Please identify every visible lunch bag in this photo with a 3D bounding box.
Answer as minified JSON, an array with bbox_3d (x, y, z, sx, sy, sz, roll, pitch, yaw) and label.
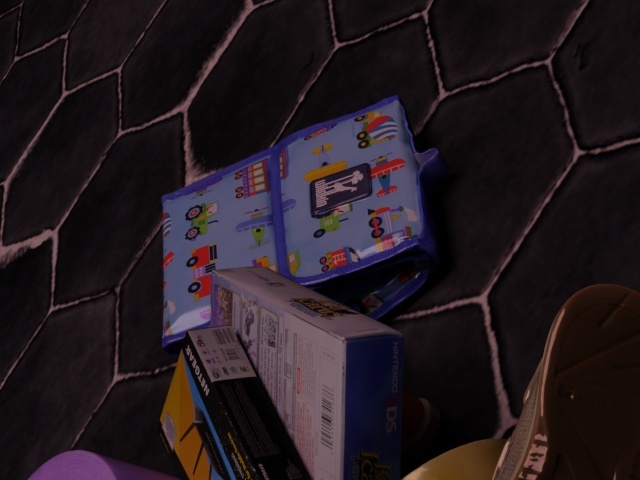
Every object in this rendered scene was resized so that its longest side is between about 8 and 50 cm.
[{"bbox_3d":[0.000,0.000,1.733,0.293,0.138,0.221,-30,37,19],"label":"lunch bag"}]

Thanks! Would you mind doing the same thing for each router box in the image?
[{"bbox_3d":[-0.076,0.179,1.488,0.179,0.046,0.133,60,144,40],"label":"router box"}]

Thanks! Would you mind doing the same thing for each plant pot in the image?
[{"bbox_3d":[0.113,0.226,1.341,0.134,0.134,0.095,-44,56,20],"label":"plant pot"}]

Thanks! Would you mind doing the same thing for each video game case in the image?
[{"bbox_3d":[-0.017,0.177,1.492,0.244,0.061,0.269,23,114,59],"label":"video game case"}]

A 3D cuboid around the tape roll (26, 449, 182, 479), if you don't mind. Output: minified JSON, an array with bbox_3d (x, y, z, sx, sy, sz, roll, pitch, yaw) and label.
[{"bbox_3d":[-0.197,0.317,1.492,0.275,0.090,0.274,-34,44,42],"label":"tape roll"}]

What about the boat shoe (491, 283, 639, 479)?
[{"bbox_3d":[0.165,0.181,1.237,0.098,0.109,0.302,84,-158,-79],"label":"boat shoe"}]

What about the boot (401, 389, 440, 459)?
[{"bbox_3d":[0.019,0.168,1.557,0.158,0.085,0.059,-38,37,32],"label":"boot"}]
